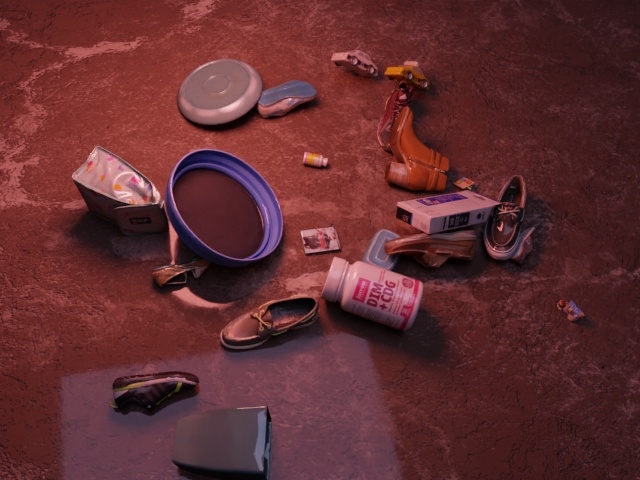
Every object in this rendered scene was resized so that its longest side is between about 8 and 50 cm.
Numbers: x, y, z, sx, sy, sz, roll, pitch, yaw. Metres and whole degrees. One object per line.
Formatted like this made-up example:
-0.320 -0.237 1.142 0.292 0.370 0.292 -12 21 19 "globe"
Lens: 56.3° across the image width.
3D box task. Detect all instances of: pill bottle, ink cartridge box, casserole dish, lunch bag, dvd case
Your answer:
0.153 0.157 1.808 0.283 0.160 0.160 18 60 2 "pill bottle"
0.428 -0.099 1.981 0.333 0.065 0.165 -12 26 -31 "ink cartridge box"
0.209 0.037 1.957 0.114 0.037 0.188 27 59 5 "casserole dish"
-0.018 -0.281 2.093 0.083 0.043 0.043 11 60 -3 "pill bottle"
-0.585 -0.127 1.810 0.262 0.223 0.160 28 66 5 "lunch bag"
0.000 0.000 1.956 0.119 0.013 0.087 -6 62 -13 "dvd case"

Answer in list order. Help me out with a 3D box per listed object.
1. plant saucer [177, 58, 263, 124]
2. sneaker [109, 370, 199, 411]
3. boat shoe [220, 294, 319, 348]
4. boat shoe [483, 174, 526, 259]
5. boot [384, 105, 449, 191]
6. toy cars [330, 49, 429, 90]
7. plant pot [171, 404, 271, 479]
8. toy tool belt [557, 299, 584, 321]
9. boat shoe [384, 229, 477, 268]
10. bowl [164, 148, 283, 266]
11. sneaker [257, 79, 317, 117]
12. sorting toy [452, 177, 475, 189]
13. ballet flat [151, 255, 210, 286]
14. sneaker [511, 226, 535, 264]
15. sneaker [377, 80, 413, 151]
-0.365 -0.545 2.135 0.318 0.043 0.317 -5 58 8 "plant saucer"
-0.449 0.413 1.628 0.235 0.084 0.097 -3 85 -10 "sneaker"
-0.147 0.232 1.755 0.305 0.091 0.109 -16 65 -17 "boat shoe"
0.629 -0.089 2.038 0.121 0.119 0.335 11 54 14 "boat shoe"
0.355 -0.314 2.101 0.220 0.109 0.283 10 82 -12 "boot"
0.237 -0.661 2.266 0.394 0.176 0.087 14 92 -1 "toy cars"
-0.251 0.524 1.539 0.234 0.165 0.165 1 61 1 "plant pot"
0.817 0.220 1.944 0.052 0.051 0.083 -31 70 -23 "toy tool belt"
0.364 0.033 1.928 0.324 0.123 0.116 -4 89 -15 "boat shoe"
-0.294 -0.096 1.831 0.391 0.077 0.391 24 48 -29 "bowl"
-0.124 -0.513 2.177 0.229 0.092 0.087 -17 64 -16 "sneaker"
0.521 -0.203 2.133 0.062 0.012 0.083 -23 36 -22 "sorting toy"
-0.406 0.091 1.818 0.206 0.073 0.067 -18 93 -16 "ballet flat"
0.700 0.022 2.044 0.065 0.061 0.158 43 65 -10 "sneaker"
0.278 -0.470 2.179 0.106 0.162 0.281 10 60 -4 "sneaker"
